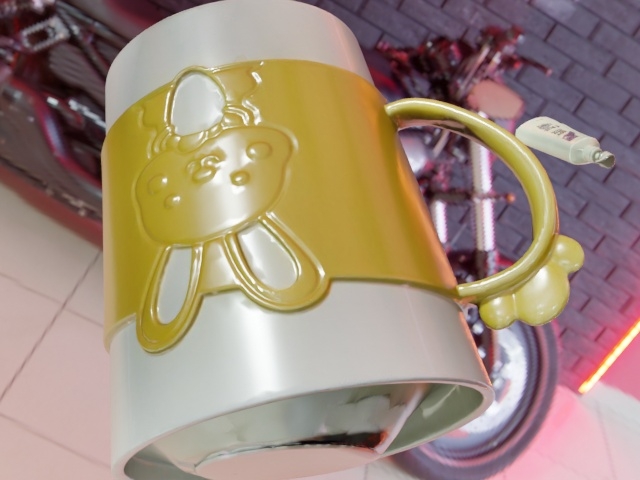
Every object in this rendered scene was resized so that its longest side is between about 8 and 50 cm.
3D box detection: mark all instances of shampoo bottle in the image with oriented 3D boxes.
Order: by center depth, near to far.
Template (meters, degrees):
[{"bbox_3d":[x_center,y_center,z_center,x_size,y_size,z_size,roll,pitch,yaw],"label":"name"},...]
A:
[{"bbox_3d":[0.275,-0.105,1.080,0.049,0.034,0.141,-4,21,-25],"label":"shampoo bottle"}]

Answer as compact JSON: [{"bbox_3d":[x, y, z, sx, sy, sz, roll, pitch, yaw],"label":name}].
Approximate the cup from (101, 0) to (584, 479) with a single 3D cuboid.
[{"bbox_3d":[0.000,0.000,0.499,0.185,0.241,0.226,50,24,-64],"label":"cup"}]
